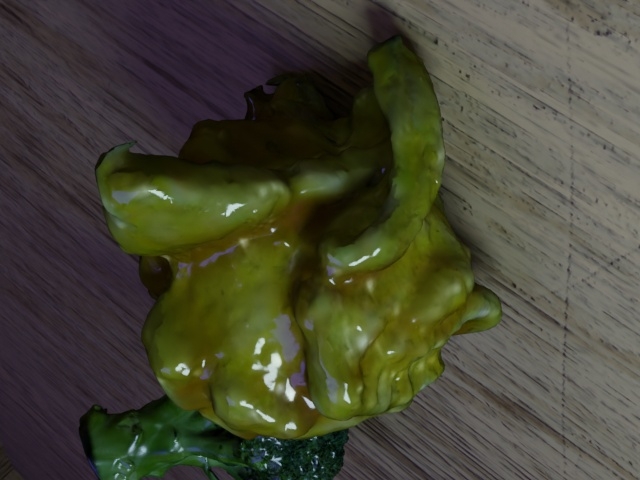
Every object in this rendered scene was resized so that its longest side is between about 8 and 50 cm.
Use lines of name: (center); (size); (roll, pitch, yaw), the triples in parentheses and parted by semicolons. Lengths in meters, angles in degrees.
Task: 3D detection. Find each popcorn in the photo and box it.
popcorn: (0.001, 0.005, 0.904); (0.290, 0.325, 0.321); (43, -163, 3)

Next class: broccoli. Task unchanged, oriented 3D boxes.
broccoli: (-0.104, 0.208, 1.306); (0.297, 0.297, 0.297); (159, 90, -87)
